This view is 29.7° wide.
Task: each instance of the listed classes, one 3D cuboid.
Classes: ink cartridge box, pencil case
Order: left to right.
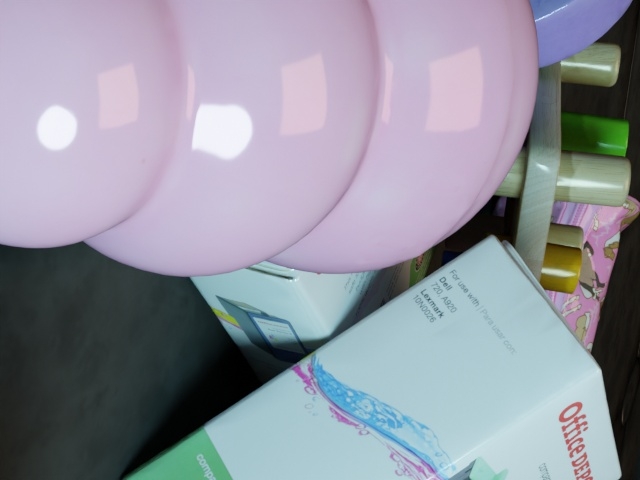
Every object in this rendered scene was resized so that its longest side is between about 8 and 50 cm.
[{"bbox_3d":[0.000,0.000,0.800,0.212,0.093,0.154,66,43,-58],"label":"ink cartridge box"},{"bbox_3d":[0.045,0.152,0.777,0.278,0.117,0.201,-33,147,-3],"label":"ink cartridge box"},{"bbox_3d":[0.218,0.115,1.270,0.160,0.167,0.386,23,79,-39],"label":"pencil case"}]

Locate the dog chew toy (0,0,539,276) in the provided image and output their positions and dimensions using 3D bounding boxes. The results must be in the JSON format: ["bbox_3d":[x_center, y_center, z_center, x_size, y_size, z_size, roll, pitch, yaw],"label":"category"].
[{"bbox_3d":[-0.047,-0.075,0.542,0.332,0.207,0.206,-11,113,-49],"label":"dog chew toy"}]

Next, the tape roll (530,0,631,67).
[{"bbox_3d":[0.137,-0.223,0.869,0.080,0.189,0.189,33,72,-64],"label":"tape roll"}]

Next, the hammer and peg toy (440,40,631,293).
[{"bbox_3d":[0.174,-0.049,1.015,0.361,0.127,0.266,-74,169,-55],"label":"hammer and peg toy"}]
